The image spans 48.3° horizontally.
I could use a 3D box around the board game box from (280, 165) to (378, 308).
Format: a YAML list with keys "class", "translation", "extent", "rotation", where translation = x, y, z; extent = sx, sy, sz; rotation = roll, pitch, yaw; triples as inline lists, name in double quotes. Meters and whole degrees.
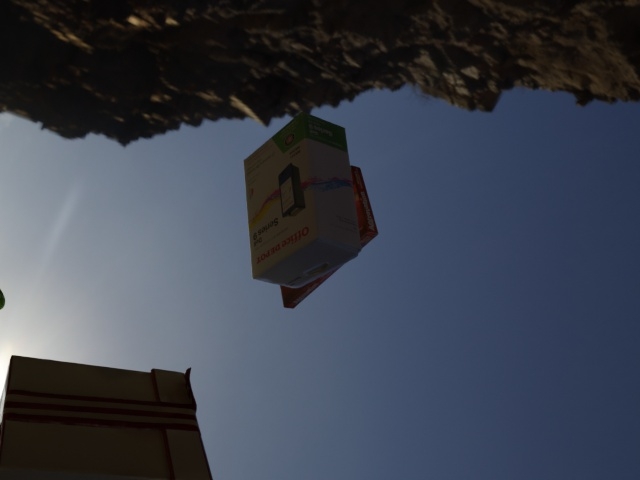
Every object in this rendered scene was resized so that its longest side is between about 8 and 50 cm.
- class: "board game box"
  translation: [0.000, 0.000, 1.335]
  extent: [0.281, 0.027, 0.145]
  rotation: [-44, -131, 41]

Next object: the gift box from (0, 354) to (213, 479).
- class: "gift box"
  translation: [-0.257, 0.286, 0.844]
  extent: [0.277, 0.258, 0.255]
  rotation: [-66, -153, 20]

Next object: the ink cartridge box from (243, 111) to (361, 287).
- class: "ink cartridge box"
  translation: [-0.031, -0.056, 1.058]
  extent: [0.154, 0.093, 0.213]
  rotation: [-31, -124, 41]

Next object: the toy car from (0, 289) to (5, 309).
- class: "toy car"
  translation: [-0.571, 0.059, 0.993]
  extent: [0.155, 0.188, 0.149]
  rotation: [-31, -117, 0]
